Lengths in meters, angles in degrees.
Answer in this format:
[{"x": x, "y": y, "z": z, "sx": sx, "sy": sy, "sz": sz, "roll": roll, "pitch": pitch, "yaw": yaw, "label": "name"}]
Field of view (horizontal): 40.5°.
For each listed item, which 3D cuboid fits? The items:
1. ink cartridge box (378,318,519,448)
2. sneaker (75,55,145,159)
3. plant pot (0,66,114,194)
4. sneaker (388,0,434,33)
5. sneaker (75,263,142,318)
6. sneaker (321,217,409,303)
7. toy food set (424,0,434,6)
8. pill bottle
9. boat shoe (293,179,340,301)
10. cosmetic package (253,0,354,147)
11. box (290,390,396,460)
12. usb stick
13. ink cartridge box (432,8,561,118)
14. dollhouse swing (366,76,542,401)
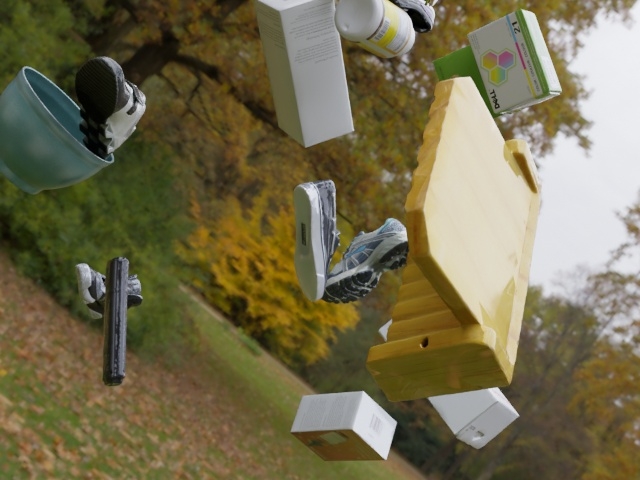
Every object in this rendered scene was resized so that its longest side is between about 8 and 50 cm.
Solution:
[{"x": 0.299, "y": 0.309, "z": 2.006, "sx": 0.307, "sy": 0.129, "sz": 0.223, "roll": 54, "pitch": 8, "yaw": 31, "label": "ink cartridge box"}, {"x": -0.462, "y": -0.325, "z": 1.954, "sx": 0.122, "sy": 0.146, "sz": 0.330, "roll": 45, "pitch": -28, "yaw": 6, "label": "sneaker"}, {"x": -0.661, "y": -0.234, "z": 2.039, "sx": 0.293, "sy": 0.196, "sz": 0.293, "roll": 50, "pitch": 4, "yaw": -5, "label": "plant pot"}, {"x": 0.227, "y": -0.730, "z": 2.649, "sx": 0.283, "sy": 0.107, "sz": 0.124, "roll": 26, "pitch": 31, "yaw": -8, "label": "sneaker"}, {"x": -0.554, "y": 0.120, "z": 2.282, "sx": 0.268, "sy": 0.153, "sz": 0.101, "roll": 103, "pitch": -27, "yaw": -65, "label": "sneaker"}, {"x": 0.106, "y": 0.051, "z": 2.166, "sx": 0.110, "sy": 0.283, "sz": 0.122, "roll": 48, "pitch": 13, "yaw": -48, "label": "sneaker"}, {"x": 0.296, "y": -0.634, "z": 2.205, "sx": 0.020, "sy": 0.082, "sz": 0.083, "roll": 34, "pitch": -33, "yaw": 5, "label": "toy food set"}, {"x": 0.129, "y": -0.478, "z": 1.935, "sx": 0.117, "sy": 0.117, "sz": 0.215, "roll": 36, "pitch": 15, "yaw": 28, "label": "pill bottle"}, {"x": 0.000, "y": 0.000, "z": 2.054, "sx": 0.108, "sy": 0.102, "sz": 0.301, "roll": 28, "pitch": -53, "yaw": 53, "label": "boat shoe"}, {"x": -0.044, "y": -0.447, "z": 2.211, "sx": 0.197, "sy": 0.155, "sz": 0.366, "roll": 45, "pitch": -28, "yaw": 53, "label": "cosmetic package"}, {"x": 0.048, "y": 0.390, "z": 1.809, "sx": 0.170, "sy": 0.091, "sz": 0.130, "roll": -14, "pitch": -47, "yaw": 39, "label": "box"}, {"x": -0.441, "y": 0.172, "z": 1.869, "sx": 0.045, "sy": 0.278, "sz": 0.077, "roll": 8, "pitch": -19, "yaw": -30, "label": "usb stick"}, {"x": 0.367, "y": -0.361, "z": 1.892, "sx": 0.097, "sy": 0.255, "sz": 0.189, "roll": -13, "pitch": 83, "yaw": -58, "label": "ink cartridge box"}, {"x": 0.139, "y": -0.005, "z": 1.227, "sx": 0.305, "sy": 0.347, "sz": 0.315, "roll": 38, "pitch": -37, "yaw": -29, "label": "dollhouse swing"}]
